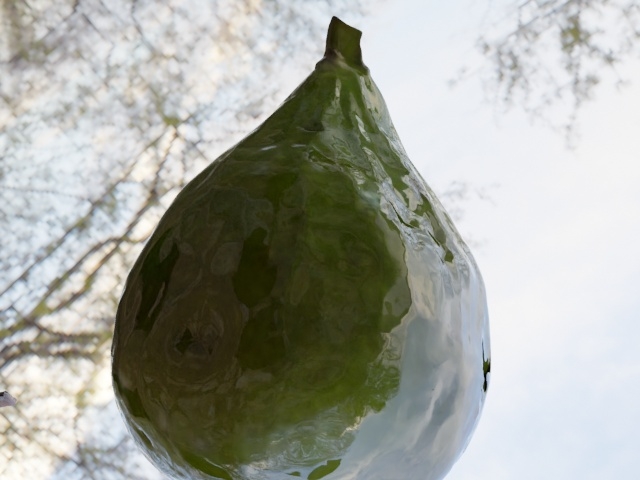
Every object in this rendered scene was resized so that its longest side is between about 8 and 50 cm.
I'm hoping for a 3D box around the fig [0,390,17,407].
[{"bbox_3d":[-0.302,0.154,0.784,0.201,0.133,0.146,-25,-121,39],"label":"fig"}]

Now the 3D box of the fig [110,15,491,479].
[{"bbox_3d":[0.016,0.025,0.694,0.314,0.233,0.233,-54,-151,-17],"label":"fig"}]
